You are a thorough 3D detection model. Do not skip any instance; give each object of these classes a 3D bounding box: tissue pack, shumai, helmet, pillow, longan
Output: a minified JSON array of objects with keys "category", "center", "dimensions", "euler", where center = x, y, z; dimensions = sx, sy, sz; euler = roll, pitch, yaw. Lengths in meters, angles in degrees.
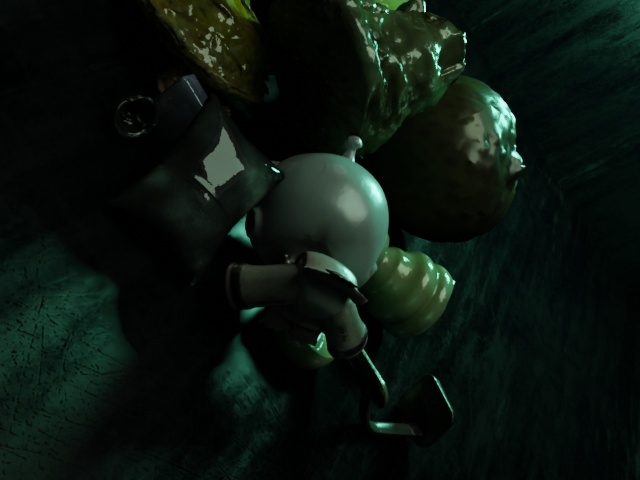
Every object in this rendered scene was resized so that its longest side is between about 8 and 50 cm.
[{"category":"tissue pack","center":[-0.217,-0.181,1.434],"dimensions":[0.156,0.112,0.051],"euler":[59,26,-4]},{"category":"shumai","center":[0.100,-0.343,1.633],"dimensions":[0.323,0.397,0.324],"euler":[-21,68,-19]},{"category":"helmet","center":[-0.303,-0.198,1.375],"dimensions":[0.084,0.049,0.065],"euler":[-21,119,-39]},{"category":"pillow","center":[-0.181,-0.080,1.333],"dimensions":[0.186,0.106,0.250],"euler":[46,68,-22]},{"category":"longan","center":[0.284,-0.187,1.999],"dimensions":[0.391,0.391,0.391],"euler":[40,34,-35]}]

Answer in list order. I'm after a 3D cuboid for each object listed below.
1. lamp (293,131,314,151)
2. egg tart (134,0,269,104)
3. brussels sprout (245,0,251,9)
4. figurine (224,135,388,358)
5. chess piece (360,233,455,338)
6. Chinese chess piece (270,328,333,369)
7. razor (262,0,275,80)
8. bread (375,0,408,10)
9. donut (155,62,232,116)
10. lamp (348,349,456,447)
[{"category":"lamp","center":[0.031,-0.275,1.896],"dimensions":[0.151,0.215,0.223],"euler":[18,77,-11]},{"category":"egg tart","center":[-0.195,-0.388,1.588],"dimensions":[0.341,0.129,0.341],"euler":[48,15,-17]},{"category":"brussels sprout","center":[-0.196,-0.497,1.794],"dimensions":[0.181,0.100,0.139],"euler":[53,15,-5]},{"category":"figurine","center":[0.007,0.006,1.442],"dimensions":[0.253,0.211,0.361],"euler":[39,34,-25]},{"category":"chess piece","center":[0.093,0.034,1.716],"dimensions":[0.330,0.182,0.182],"euler":[40,33,-25]},{"category":"Chinese chess piece","center":[-0.027,0.154,1.506],"dimensions":[0.144,0.058,0.144],"euler":[41,32,-32]},{"category":"razor","center":[-0.056,-0.486,1.918],"dimensions":[0.107,0.189,0.327],"euler":[46,34,-26]},{"category":"bread","center":[0.126,-0.517,2.218],"dimensions":[0.320,0.237,0.320],"euler":[30,33,-22]},{"category":"donut","center":[-0.218,-0.229,1.530],"dimensions":[0.166,0.065,0.117],"euler":[30,39,-42]},{"category":"lamp","center":[0.116,0.264,1.602],"dimensions":[0.283,0.124,0.203],"euler":[29,29,-47]}]
